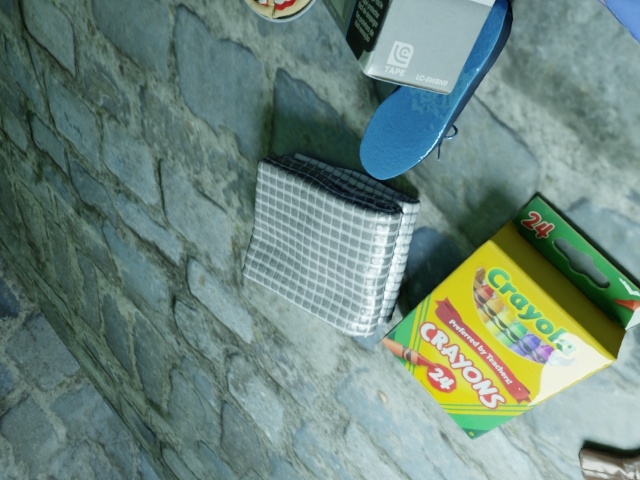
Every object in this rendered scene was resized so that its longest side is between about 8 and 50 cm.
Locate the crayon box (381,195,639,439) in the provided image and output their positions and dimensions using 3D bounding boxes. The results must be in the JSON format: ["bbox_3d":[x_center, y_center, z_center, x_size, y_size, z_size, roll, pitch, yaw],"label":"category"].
[{"bbox_3d":[0.247,0.119,0.679,0.202,0.081,0.319,46,133,14],"label":"crayon box"}]

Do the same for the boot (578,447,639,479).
[{"bbox_3d":[0.400,0.290,0.666,0.114,0.037,0.107,-5,105,47],"label":"boot"}]

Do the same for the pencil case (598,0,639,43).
[{"bbox_3d":[0.333,-0.200,0.422,0.306,0.119,0.133,51,142,9],"label":"pencil case"}]

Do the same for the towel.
[{"bbox_3d":[0.000,0.000,0.805,0.283,0.121,0.235,25,124,30],"label":"towel"}]

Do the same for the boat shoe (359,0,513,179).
[{"bbox_3d":[0.150,-0.174,0.616,0.109,0.089,0.258,51,131,7],"label":"boat shoe"}]

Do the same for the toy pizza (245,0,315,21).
[{"bbox_3d":[-0.070,-0.426,0.717,0.201,0.032,0.202,19,122,33],"label":"toy pizza"}]

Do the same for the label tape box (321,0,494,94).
[{"bbox_3d":[0.112,-0.349,0.460,0.241,0.105,0.334,-106,28,-47],"label":"label tape box"}]
